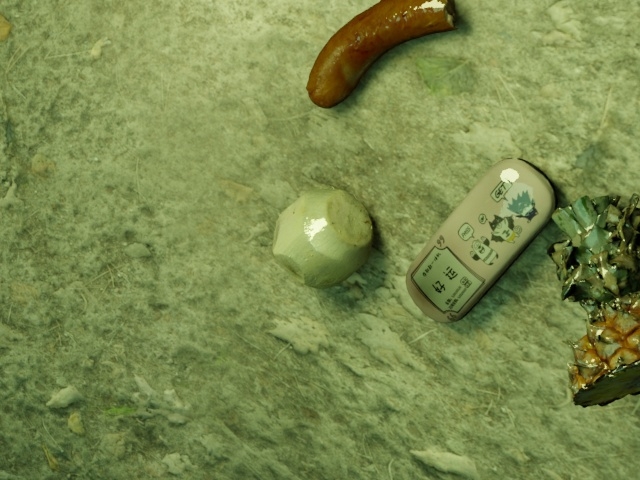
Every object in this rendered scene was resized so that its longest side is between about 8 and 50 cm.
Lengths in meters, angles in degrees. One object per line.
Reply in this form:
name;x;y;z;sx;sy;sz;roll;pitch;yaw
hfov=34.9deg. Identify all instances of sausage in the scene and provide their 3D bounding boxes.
sausage;0.085;-0.307;1.582;0.302;0.076;0.103;-27;88;38

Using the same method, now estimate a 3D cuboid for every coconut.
coconut;0.000;-0.003;1.699;0.162;0.161;0.161;-32;86;40

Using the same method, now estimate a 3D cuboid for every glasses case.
glasses case;0.244;0.005;1.579;0.122;0.075;0.314;48;126;16

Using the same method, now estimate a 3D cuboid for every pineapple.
pineapple;0.420;0.065;1.423;0.262;0.262;0.272;-34;62;37
